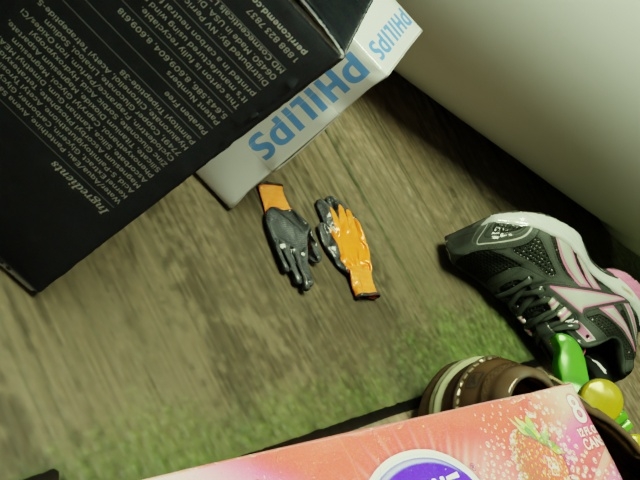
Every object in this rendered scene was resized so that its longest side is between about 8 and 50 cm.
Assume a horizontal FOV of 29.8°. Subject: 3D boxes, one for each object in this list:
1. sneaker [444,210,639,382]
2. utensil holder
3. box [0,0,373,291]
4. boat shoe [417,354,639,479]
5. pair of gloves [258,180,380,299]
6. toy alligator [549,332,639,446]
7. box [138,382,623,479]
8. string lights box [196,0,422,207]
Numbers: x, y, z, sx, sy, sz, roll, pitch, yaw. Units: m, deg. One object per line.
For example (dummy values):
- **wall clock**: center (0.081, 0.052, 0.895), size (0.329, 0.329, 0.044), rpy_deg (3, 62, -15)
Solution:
- **sneaker**: center (0.162, 0.043, 0.820), size (0.178, 0.072, 0.077), rpy_deg (25, 53, -26)
- **utensil holder**: center (0.205, -0.204, 0.871), size (0.385, 0.327, 0.327), rpy_deg (30, 40, -25)
- **box**: center (-0.077, -0.097, 0.535), size (0.108, 0.207, 0.153), rpy_deg (46, 33, -16)
- **boat shoe**: center (0.170, 0.162, 0.675), size (0.257, 0.095, 0.095), rpy_deg (38, 64, -12)
- **pair of gloves**: center (0.000, 0.000, 0.716), size (0.083, 0.010, 0.074), rpy_deg (9, 53, -44)
- **toy alligator**: center (0.185, 0.150, 0.768), size (0.051, 0.056, 0.189), rpy_deg (-29, 84, -13)
- **box**: center (0.008, 0.162, 0.460), size (0.300, 0.142, 0.154), rpy_deg (0, 59, -50)
- **string lights box**: center (-0.085, -0.158, 0.649), size (0.259, 0.133, 0.077), rpy_deg (47, 34, -9)
